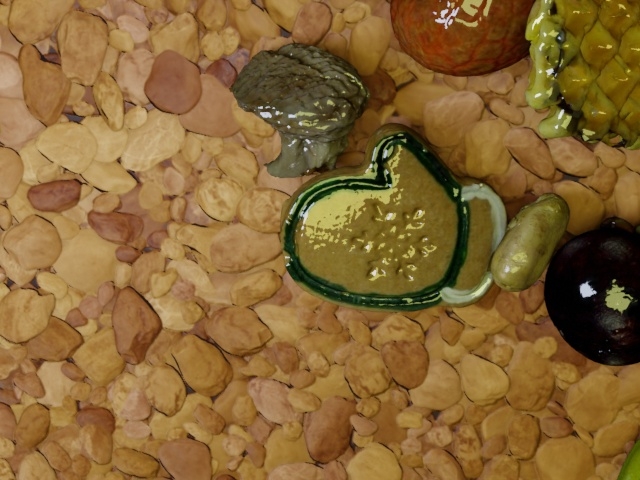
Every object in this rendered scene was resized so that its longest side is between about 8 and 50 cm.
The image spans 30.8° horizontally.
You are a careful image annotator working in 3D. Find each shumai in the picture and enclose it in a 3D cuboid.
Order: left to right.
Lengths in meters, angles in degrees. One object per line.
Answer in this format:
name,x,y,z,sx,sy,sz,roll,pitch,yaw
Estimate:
shumai,-0.027,-0.183,1.717,0.206,0.166,0.176,31,149,31

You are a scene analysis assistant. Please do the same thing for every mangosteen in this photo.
mangosteen,0.445,0.060,1.681,0.250,0.211,0.211,-40,96,-13

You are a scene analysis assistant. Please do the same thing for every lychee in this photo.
lychee,0.203,-0.349,1.587,0.300,0.255,0.255,21,105,-14

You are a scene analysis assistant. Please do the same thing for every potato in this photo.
potato,0.308,0.001,1.702,0.080,0.107,0.170,22,68,20

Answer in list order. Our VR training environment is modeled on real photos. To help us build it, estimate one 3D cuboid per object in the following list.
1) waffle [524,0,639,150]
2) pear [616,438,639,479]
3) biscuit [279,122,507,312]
waffle,0.417,-0.311,1.554,0.379,0.095,0.382,-3,103,-36
pear,0.558,0.464,1.771,0.292,0.159,0.292,2,106,8
biscuit,0.114,-0.028,1.720,0.343,0.057,0.287,4,109,-8
